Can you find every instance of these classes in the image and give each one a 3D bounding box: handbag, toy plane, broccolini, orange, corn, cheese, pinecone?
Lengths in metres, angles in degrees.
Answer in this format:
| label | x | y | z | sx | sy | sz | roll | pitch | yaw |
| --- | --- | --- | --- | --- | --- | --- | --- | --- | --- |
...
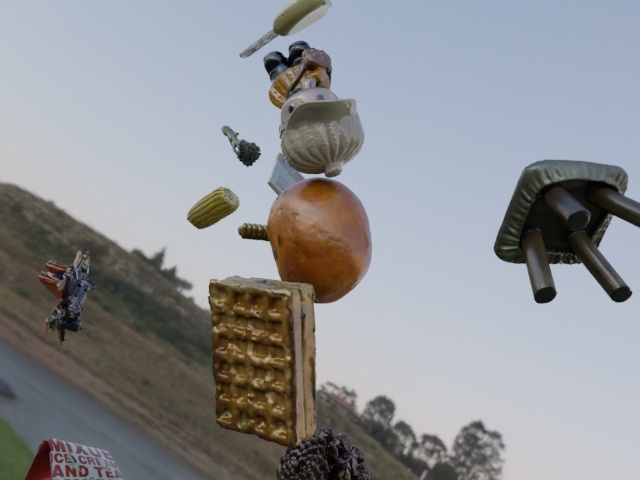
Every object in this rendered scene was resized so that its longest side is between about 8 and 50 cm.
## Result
| label | x | y | z | sx | sy | sz | roll | pitch | yaw |
| --- | --- | --- | --- | --- | --- | --- | --- | --- | --- |
| handbag | -0.450 | 0.509 | 1.337 | 0.151 | 0.298 | 0.171 | -9 | -21 | 28 |
| toy plane | -0.359 | 0.097 | 1.082 | 0.062 | 0.135 | 0.188 | 13 | -46 | 5 |
| broccolini | -0.203 | -0.254 | 1.901 | 0.067 | 0.058 | 0.216 | 39 | 9 | -33 |
| orange | 0.000 | 0.000 | 1.675 | 0.226 | 0.283 | 0.284 | -10 | -18 | -5 |
| corn | -0.302 | -0.088 | 2.109 | 0.085 | 0.063 | 0.165 | 31 | -48 | -33 |
| cheese | -0.085 | -0.503 | 1.766 | 0.050 | 0.255 | 0.127 | 60 | 21 | 0 |
| pinecone | 0.013 | 0.498 | 1.607 | 0.208 | 0.207 | 0.207 | 32 | -17 | 11 |

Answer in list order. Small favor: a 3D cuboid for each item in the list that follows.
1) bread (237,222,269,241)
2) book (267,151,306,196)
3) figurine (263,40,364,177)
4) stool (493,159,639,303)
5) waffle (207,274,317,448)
| label | x | y | z | sx | sy | sz | roll | pitch | yaw |
| --- | --- | --- | --- | --- | --- | --- | --- | --- | --- |
| bread | -0.156 | -0.019 | 1.822 | 0.088 | 0.033 | 0.049 | 7 | -42 | -13 |
| book | -0.075 | -0.155 | 2.335 | 0.208 | 0.020 | 0.295 | 48 | 18 | -15 |
| figurine | -0.017 | -0.281 | 1.644 | 0.332 | 0.185 | 0.204 | -108 | 172 | -51 |
| stool | 0.629 | -0.017 | 1.853 | 0.310 | 0.310 | 0.226 | 2 | 34 | -15 |
| waffle | -0.110 | 0.226 | 1.441 | 0.213 | 0.308 | 0.091 | 5 | 10 | 36 |
